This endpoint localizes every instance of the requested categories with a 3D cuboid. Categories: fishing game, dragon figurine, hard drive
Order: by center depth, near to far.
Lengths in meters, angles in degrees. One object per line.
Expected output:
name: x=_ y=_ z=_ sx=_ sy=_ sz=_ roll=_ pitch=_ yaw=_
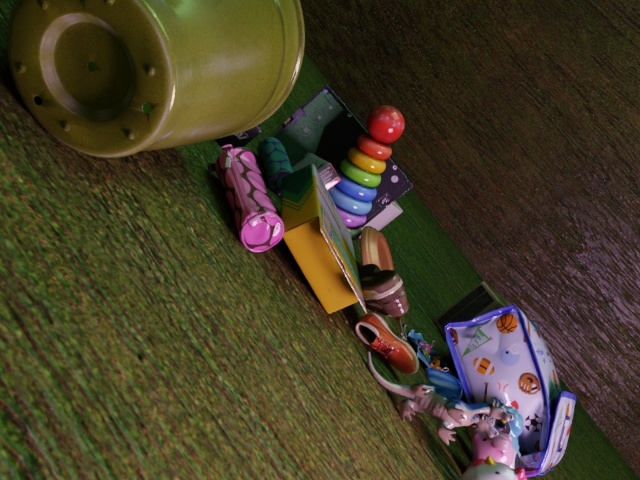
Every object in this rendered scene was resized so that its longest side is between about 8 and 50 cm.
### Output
dragon figurine: x=0.221 y=0.303 z=1.246 sx=0.289 sy=0.085 sz=0.144 roll=25 pitch=14 yaw=21
fishing game: x=0.283 y=0.290 z=1.590 sx=0.264 sy=0.041 sz=0.189 roll=47 pitch=13 yaw=-11
hard drive: x=0.043 y=-0.198 z=1.669 sx=0.339 sy=0.237 sz=0.064 roll=47 pitch=15 yaw=-9

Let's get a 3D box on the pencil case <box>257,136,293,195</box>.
pencil case: x=-0.105 y=-0.178 z=1.531 sx=0.065 sy=0.070 sz=0.151 roll=4 pitch=39 yaw=-22

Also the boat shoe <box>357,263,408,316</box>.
boat shoe: x=0.113 y=0.114 z=1.359 sx=0.095 sy=0.095 sz=0.257 roll=59 pitch=-7 yaw=-8

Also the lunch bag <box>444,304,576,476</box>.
lunch bag: x=0.494 y=0.381 z=1.613 sx=0.328 sy=0.239 sz=0.385 roll=29 pitch=44 yaw=-59

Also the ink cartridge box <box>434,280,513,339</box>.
ink cartridge box: x=0.479 y=0.240 z=1.951 sx=0.235 sy=0.193 sz=0.088 roll=32 pitch=22 yaw=-50

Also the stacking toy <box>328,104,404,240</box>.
stacking toy: x=0.103 y=-0.168 z=1.557 sx=0.141 sy=0.330 sz=0.141 roll=24 pitch=20 yaw=-10

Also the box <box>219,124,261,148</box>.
box: x=-0.284 y=-0.405 z=1.500 sx=0.318 sy=0.097 sz=0.394 roll=43 pitch=17 yaw=-30

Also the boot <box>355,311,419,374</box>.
boot: x=0.133 y=0.217 z=1.320 sx=0.158 sy=0.059 sz=0.085 roll=45 pitch=17 yaw=13

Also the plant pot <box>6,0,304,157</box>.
plant pot: x=-0.247 y=-0.283 z=0.955 sx=0.366 sy=0.366 sz=0.353 roll=48 pitch=28 yaw=-10

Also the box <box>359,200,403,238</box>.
box: x=0.104 y=-0.140 z=1.861 sx=0.127 sy=0.149 sz=0.232 roll=27 pitch=29 yaw=-57

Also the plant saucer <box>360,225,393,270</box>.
plant saucer: x=0.144 y=0.059 z=1.581 sx=0.200 sy=0.037 sz=0.199 roll=-11 pitch=90 yaw=-72

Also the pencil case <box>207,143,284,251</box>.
pencil case: x=-0.136 y=-0.082 z=1.191 sx=0.098 sy=0.095 sz=0.209 roll=80 pitch=-14 yaw=-51

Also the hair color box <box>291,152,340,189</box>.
hair color box: x=-0.024 y=-0.153 z=1.556 sx=0.053 sy=0.093 sz=0.167 roll=55 pitch=-4 yaw=-21

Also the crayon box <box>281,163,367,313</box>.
crayon box: x=0.000 y=0.000 z=1.301 sx=0.203 sy=0.083 sz=0.323 roll=61 pitch=10 yaw=-25

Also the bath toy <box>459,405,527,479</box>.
bath toy: x=0.349 y=0.432 z=1.289 sx=0.151 sy=0.129 sz=0.348 roll=53 pitch=17 yaw=9
